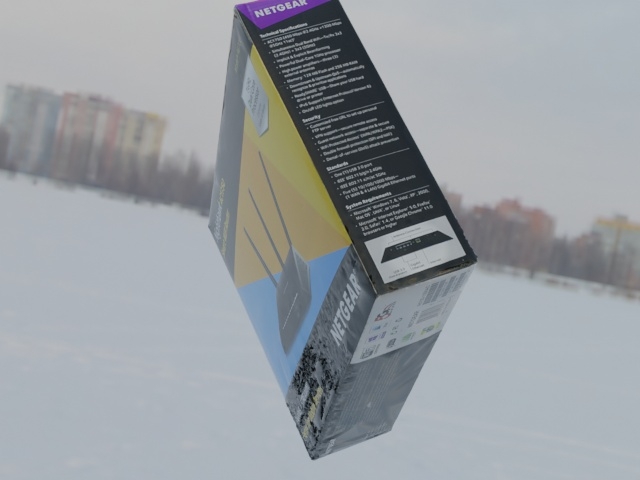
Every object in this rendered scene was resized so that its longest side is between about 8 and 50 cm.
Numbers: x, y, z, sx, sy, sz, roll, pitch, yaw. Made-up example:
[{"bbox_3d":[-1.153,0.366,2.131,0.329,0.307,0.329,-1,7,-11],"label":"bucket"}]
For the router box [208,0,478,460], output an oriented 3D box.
[{"bbox_3d":[0.000,0.000,0.572,0.046,0.133,0.179,-18,-24,-17],"label":"router box"}]
